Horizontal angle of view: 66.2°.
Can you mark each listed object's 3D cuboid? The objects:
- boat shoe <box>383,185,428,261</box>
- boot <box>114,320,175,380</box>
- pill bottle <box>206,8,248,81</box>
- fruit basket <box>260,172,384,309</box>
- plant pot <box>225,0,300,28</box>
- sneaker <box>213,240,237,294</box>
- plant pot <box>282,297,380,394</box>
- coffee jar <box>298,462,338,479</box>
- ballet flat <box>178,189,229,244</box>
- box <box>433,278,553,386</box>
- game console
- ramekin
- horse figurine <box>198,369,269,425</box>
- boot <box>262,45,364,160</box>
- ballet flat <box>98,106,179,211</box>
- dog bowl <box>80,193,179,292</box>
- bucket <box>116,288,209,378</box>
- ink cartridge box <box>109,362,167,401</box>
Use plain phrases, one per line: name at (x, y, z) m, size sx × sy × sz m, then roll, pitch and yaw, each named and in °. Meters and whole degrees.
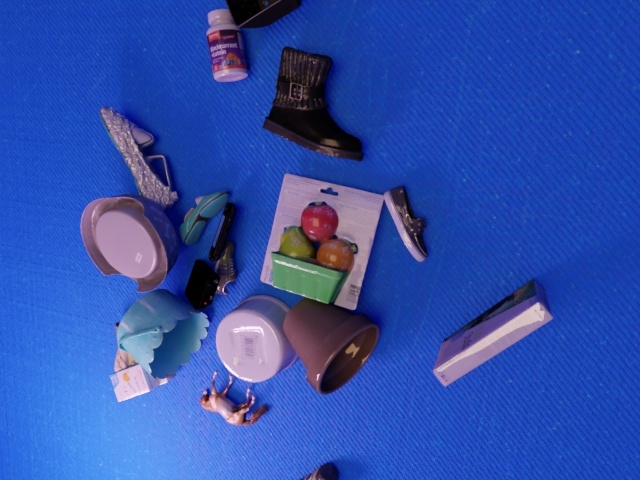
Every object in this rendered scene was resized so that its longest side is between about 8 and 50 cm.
boat shoe at (0.263, -0.052, 1.410) m, size 0.076 × 0.080 × 0.228 m, roll -28°, pitch 81°, yaw 24°
boot at (-0.661, 0.412, 1.838) m, size 0.262 × 0.095 × 0.203 m, roll 8°, pitch 100°, yaw 23°
pill bottle at (-0.289, -0.597, 1.507) m, size 0.108 × 0.108 × 0.193 m, roll -7°, pitch 97°, yaw 22°
fruit basket at (0.000, 0.000, 1.499) m, size 0.327 × 0.165 × 0.353 m, roll 14°, pitch 88°, yaw 18°
plant pot at (-0.161, -0.720, 1.405) m, size 0.188 × 0.167 × 0.187 m, roll -21°, pitch 91°, yaw 22°
sneaker at (-0.315, 0.100, 1.669) m, size 0.086 × 0.064 × 0.192 m, roll 27°, pitch 103°, yaw -1°
plant pot at (0.011, 0.294, 1.491) m, size 0.229 × 0.263 × 0.263 m, roll 36°, pitch 111°, yaw 30°
coffee jar at (-0.024, 0.833, 1.659) m, size 0.184 × 0.096 × 0.079 m, roll -43°, pitch 86°, yaw 23°
ballet flat at (-0.406, -0.096, 1.658) m, size 0.247 × 0.083 × 0.087 m, roll -49°, pitch 66°, yaw 19°
box at (0.451, 0.238, 1.298) m, size 0.322 × 0.232 × 0.058 m, roll -40°, pitch 85°, yaw 22°
game console at (-0.360, 0.044, 1.628) m, size 0.213 × 0.044 × 0.361 m, roll 22°, pitch 92°, yaw 61°
ramekin at (-0.210, 0.329, 1.623) m, size 0.277 × 0.135 × 0.277 m, roll 4°, pitch 100°, yaw 21°
horse figurine at (-0.317, 0.579, 1.746) m, size 0.263 × 0.066 × 0.174 m, roll 26°, pitch 102°, yaw 18°
boot at (0.002, -0.394, 1.417) m, size 0.348 × 0.131 × 0.260 m, roll 26°, pitch 108°, yaw 16°
ballet flat at (-0.610, -0.286, 1.693) m, size 0.147 × 0.147 × 0.408 m, roll -25°, pitch 93°, yaw 23°
dog bowl at (-0.634, 0.002, 1.657) m, size 0.349 × 0.102 × 0.348 m, roll 11°, pitch 119°, yaw 19°
bucket at (-0.541, 0.314, 1.683) m, size 0.183 × 0.281 × 0.281 m, roll 32°, pitch 109°, yaw 20°
ink cartridge box at (-0.653, 0.497, 1.761) m, size 0.181 × 0.061 × 0.104 m, roll -22°, pitch 88°, yaw 16°
